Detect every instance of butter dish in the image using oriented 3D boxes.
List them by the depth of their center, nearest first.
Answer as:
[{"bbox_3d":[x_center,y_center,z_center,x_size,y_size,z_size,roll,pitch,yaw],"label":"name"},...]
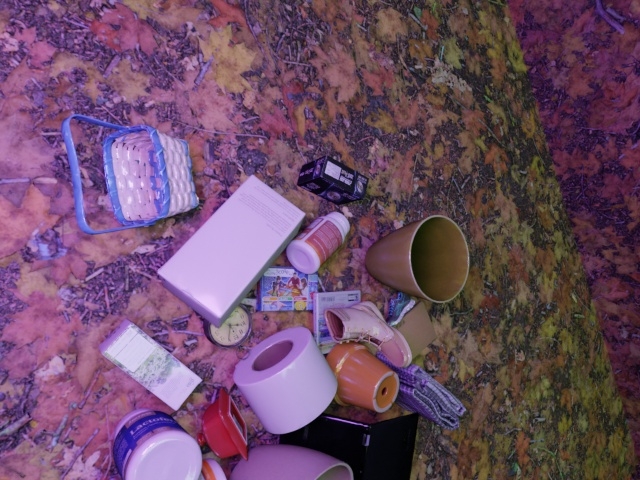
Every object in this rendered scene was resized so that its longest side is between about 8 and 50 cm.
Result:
[{"bbox_3d":[-0.271,0.506,1.119,0.118,0.160,0.160,-26,101,-8],"label":"butter dish"}]

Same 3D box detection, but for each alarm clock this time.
[{"bbox_3d":[-0.254,0.252,1.182,0.129,0.064,0.192,-31,100,-32],"label":"alarm clock"}]

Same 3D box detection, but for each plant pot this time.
[{"bbox_3d":[0.136,0.440,1.325,0.205,0.188,0.205,-9,104,-42],"label":"plant pot"},{"bbox_3d":[0.297,0.066,1.427,0.274,0.293,0.275,3,85,-33],"label":"plant pot"}]

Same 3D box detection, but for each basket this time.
[{"bbox_3d":[-0.443,-0.145,0.988,0.289,0.201,0.255,-6,88,-65],"label":"basket"}]

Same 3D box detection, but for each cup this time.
[{"bbox_3d":[-0.105,0.671,1.086,0.331,0.237,0.331,-24,122,-44],"label":"cup"}]

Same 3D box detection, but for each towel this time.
[{"bbox_3d":[0.323,0.522,1.445,0.283,0.235,0.121,43,71,-23],"label":"towel"}]

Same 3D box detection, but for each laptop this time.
[{"bbox_3d":[0.079,0.714,1.302,0.408,0.236,0.382,9,86,11],"label":"laptop"}]

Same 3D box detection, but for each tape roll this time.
[{"bbox_3d":[-0.095,0.381,1.169,0.246,0.246,0.169,-37,105,-30],"label":"tape roll"}]

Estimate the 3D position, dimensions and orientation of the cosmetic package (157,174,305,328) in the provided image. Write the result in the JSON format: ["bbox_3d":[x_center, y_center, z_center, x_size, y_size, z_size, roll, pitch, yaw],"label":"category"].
[{"bbox_3d":[-0.228,0.026,1.128,0.197,0.155,0.365,38,66,3],"label":"cosmetic package"}]

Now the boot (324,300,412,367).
[{"bbox_3d":[0.145,0.300,1.310,0.203,0.095,0.262,1,41,-43],"label":"boot"}]

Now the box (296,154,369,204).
[{"bbox_3d":[0.040,-0.191,1.365,0.180,0.147,0.077,23,74,-31],"label":"box"}]

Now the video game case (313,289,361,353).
[{"bbox_3d":[0.059,0.266,1.392,0.212,0.023,0.193,3,85,-45],"label":"video game case"}]

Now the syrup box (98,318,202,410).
[{"bbox_3d":[-0.421,0.308,1.046,0.237,0.096,0.093,49,64,-21],"label":"syrup box"}]

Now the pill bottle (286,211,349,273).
[{"bbox_3d":[0.000,0.000,1.329,0.216,0.121,0.121,-43,110,-40],"label":"pill bottle"}]

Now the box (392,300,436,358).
[{"bbox_3d":[0.352,0.353,1.604,0.201,0.021,0.164,-30,103,-32],"label":"box"}]

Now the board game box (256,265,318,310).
[{"bbox_3d":[-0.100,0.150,1.310,0.201,0.035,0.136,6,83,-33],"label":"board game box"}]

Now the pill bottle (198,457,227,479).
[{"bbox_3d":[-0.411,0.671,0.945,0.392,0.224,0.224,-4,88,-33],"label":"pill bottle"}]

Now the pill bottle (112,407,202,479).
[{"bbox_3d":[-0.383,0.479,0.956,0.153,0.264,0.153,4,83,-35],"label":"pill bottle"}]

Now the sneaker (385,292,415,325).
[{"bbox_3d":[0.274,0.252,1.547,0.166,0.065,0.076,-41,92,-33],"label":"sneaker"}]
